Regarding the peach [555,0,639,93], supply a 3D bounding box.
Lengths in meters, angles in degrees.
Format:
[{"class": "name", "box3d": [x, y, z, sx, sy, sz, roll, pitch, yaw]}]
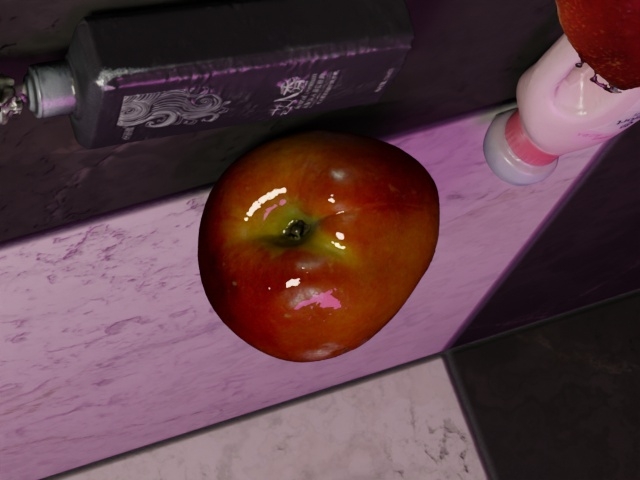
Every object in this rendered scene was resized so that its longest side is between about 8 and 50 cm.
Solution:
[{"class": "peach", "box3d": [0.267, -0.190, 0.891, 0.189, 0.068, 0.279, 7, 140, -5]}]

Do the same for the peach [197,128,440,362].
[{"class": "peach", "box3d": [0.000, 0.000, 1.115, 0.243, 0.199, 0.243, -33, 165, -10]}]

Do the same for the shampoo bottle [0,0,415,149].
[{"class": "shampoo bottle", "box3d": [-0.092, -0.121, 0.847, 0.310, 0.071, 0.098, -11, 165, -22]}]

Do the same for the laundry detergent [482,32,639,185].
[{"class": "laundry detergent", "box3d": [0.260, -0.150, 1.121, 0.159, 0.087, 0.335, 0, 158, -24]}]
